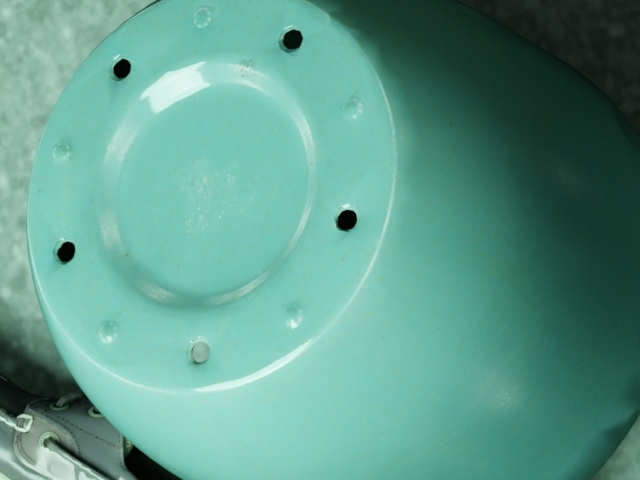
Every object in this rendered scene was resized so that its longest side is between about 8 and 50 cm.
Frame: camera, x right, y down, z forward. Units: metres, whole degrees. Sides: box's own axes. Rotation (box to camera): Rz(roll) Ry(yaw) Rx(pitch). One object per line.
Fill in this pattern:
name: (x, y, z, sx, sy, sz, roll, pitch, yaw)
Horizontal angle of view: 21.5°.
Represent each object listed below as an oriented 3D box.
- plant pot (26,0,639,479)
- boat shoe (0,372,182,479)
plant pot: (0.000, 0.000, 0.812, 0.293, 0.235, 0.293, -6, 76, 24)
boat shoe: (-0.125, 0.130, 0.966, 0.285, 0.103, 0.092, 38, 97, 10)
